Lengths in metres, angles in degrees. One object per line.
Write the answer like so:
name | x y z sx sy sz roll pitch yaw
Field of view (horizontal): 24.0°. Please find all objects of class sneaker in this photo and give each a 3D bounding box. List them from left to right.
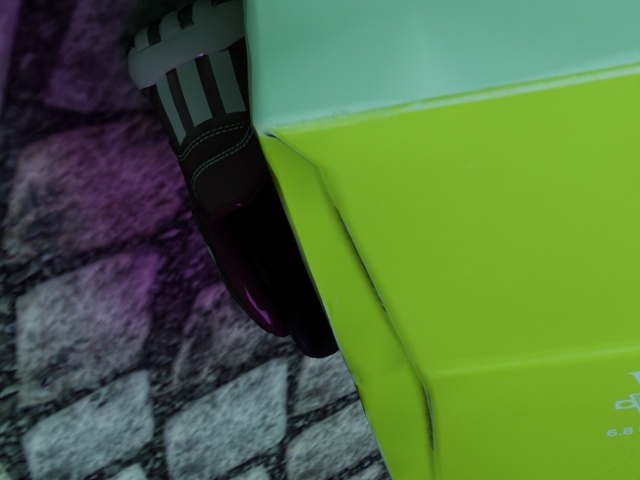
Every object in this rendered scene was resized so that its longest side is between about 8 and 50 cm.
sneaker | 0.000 0.000 0.803 0.106 0.162 0.281 -28 149 20

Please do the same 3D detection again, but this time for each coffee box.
coffee box | 0.163 -0.102 0.582 0.338 0.334 0.338 -9 147 7
